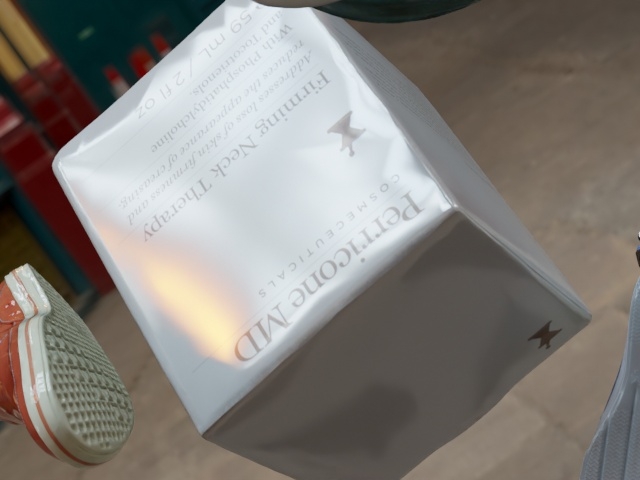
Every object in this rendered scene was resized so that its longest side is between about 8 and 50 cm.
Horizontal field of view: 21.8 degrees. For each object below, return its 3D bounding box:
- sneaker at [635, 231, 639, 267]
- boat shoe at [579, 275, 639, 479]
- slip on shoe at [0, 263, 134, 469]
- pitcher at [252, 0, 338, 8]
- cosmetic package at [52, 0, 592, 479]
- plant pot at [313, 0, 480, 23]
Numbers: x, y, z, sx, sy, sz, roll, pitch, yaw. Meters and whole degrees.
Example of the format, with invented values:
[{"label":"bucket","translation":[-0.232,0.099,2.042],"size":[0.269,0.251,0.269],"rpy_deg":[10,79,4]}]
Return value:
[{"label":"sneaker","translation":[0.416,-0.001,1.784],"size":[0.147,0.330,0.130],"rpy_deg":[-24,49,2]},{"label":"boat shoe","translation":[0.321,0.167,1.566],"size":[0.109,0.302,0.094],"rpy_deg":[13,-6,23]},{"label":"slip on shoe","translation":[-0.232,0.114,1.352],"size":[0.101,0.123,0.331],"rpy_deg":[-42,24,-3]},{"label":"pitcher","translation":[0.044,-0.210,1.002],"size":[0.207,0.178,0.125],"rpy_deg":[-29,34,31]},{"label":"cosmetic package","translation":[0.000,0.000,1.707],"size":[0.329,0.327,0.394],"rpy_deg":[-42,53,10]},{"label":"plant pot","translation":[0.015,-0.376,1.225],"size":[0.341,0.341,0.334],"rpy_deg":[-33,-22,12]}]
